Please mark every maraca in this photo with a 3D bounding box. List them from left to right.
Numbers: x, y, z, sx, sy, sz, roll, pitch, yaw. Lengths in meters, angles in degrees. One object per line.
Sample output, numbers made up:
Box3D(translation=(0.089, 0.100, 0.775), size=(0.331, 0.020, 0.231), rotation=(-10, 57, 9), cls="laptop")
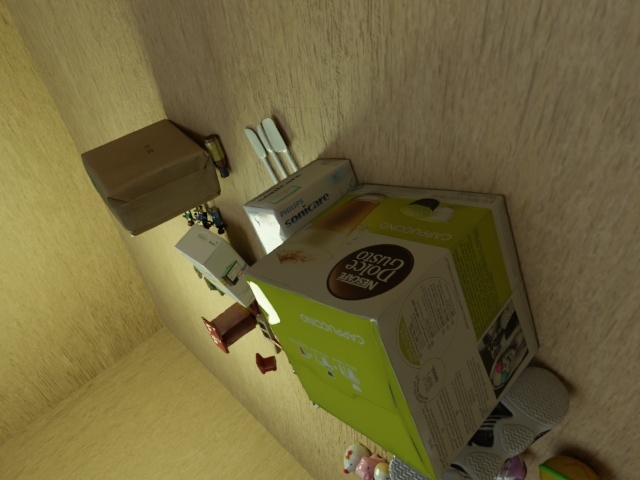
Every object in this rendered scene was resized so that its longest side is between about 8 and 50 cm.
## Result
Box3D(translation=(0.513, 0.500, 0.988), size=(0.127, 0.099, 0.186), rotation=(27, 167, 33), cls="maraca")

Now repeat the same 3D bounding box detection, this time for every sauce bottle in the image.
Box3D(translation=(-0.298, -0.242, 1.397), size=(0.042, 0.042, 0.128), rotation=(21, 137, 44), cls="sauce bottle")

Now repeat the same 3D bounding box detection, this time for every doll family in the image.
Box3D(translation=(-0.417, -0.076, 1.730), size=(0.193, 0.076, 0.111), rotation=(24, 136, 37), cls="doll family")

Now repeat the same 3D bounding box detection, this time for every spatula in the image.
Box3D(translation=(-0.100, -0.181, 1.198), size=(0.168, 0.019, 0.242), rotation=(-2, 120, 56), cls="spatula")

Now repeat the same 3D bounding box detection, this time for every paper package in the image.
Box3D(translation=(-0.514, -0.199, 1.457), size=(0.325, 0.309, 0.168), rotation=(40, 151, 43), cls="paper package")

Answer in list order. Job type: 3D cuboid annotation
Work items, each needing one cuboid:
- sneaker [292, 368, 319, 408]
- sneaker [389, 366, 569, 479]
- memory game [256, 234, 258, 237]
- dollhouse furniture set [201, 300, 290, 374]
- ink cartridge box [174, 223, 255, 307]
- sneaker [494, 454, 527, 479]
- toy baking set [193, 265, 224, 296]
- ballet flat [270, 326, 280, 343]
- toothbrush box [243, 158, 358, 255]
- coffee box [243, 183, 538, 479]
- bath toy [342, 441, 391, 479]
Box3D(translation=(-0.033, 0.532, 1.817), size=(0.163, 0.086, 0.226), rotation=(32, 138, 13), cls="sneaker")
Box3D(translation=(0.293, 0.389, 0.926), size=(0.137, 0.365, 0.210), rotation=(56, 164, 31), cls="sneaker")
Box3D(translation=(-0.145, -0.003, 1.472), size=(0.186, 0.012, 0.186), rotation=(36, 147, 28), cls="memory game")
Box3D(translation=(-0.267, 0.366, 1.871), size=(0.374, 0.201, 0.152), rotation=(23, 140, 44), cls="dollhouse furniture set")
Box3D(translation=(-0.352, 0.089, 1.697), size=(0.201, 0.117, 0.278), rotation=(24, 158, 42), cls="ink cartridge box")
Box3D(translation=(0.431, 0.557, 1.184), size=(0.104, 0.095, 0.236), rotation=(46, 157, -1), cls="sneaker")
Box3D(translation=(-0.450, 0.124, 1.909), size=(0.256, 0.030, 0.197), rotation=(59, -179, 41), cls="toy baking set")
Box3D(translation=(-0.039, 0.369, 1.661), size=(0.342, 0.116, 0.124), rotation=(33, 166, 25), cls="ballet flat")
Box3D(translation=(0.000, 0.000, 1.049), size=(0.126, 0.216, 0.295), rotation=(11, 130, 52), cls="toothbrush box")
Box3D(translation=(0.131, 0.130, 0.875), size=(0.337, 0.334, 0.338), rotation=(12, 132, 50), cls="coffee box")
Box3D(translation=(0.204, 0.885, 1.839), size=(0.348, 0.129, 0.151), rotation=(5, 126, 55), cls="bath toy")
